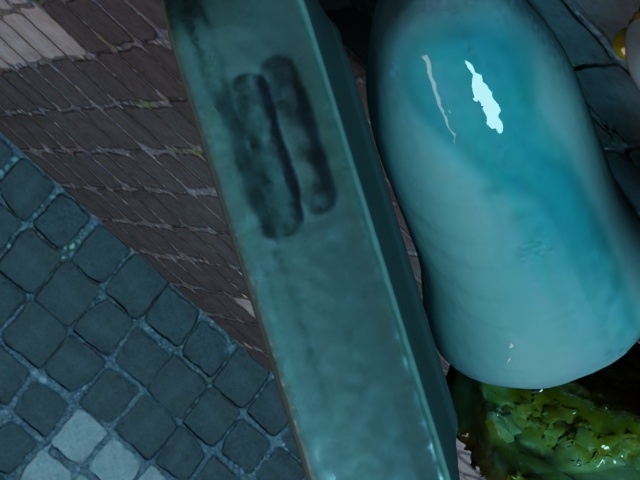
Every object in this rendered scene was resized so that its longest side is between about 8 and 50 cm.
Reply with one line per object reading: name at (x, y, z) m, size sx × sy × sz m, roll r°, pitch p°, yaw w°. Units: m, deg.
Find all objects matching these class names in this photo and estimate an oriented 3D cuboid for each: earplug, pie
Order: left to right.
earplug at (0.118, -0.065, 1.110) m, size 0.185 × 0.185 × 0.324 m, roll 26°, pitch 154°, yaw 39°
pie at (0.241, 0.138, 1.285) m, size 0.288 × 0.103 × 0.354 m, roll 24°, pitch -161°, yaw 10°

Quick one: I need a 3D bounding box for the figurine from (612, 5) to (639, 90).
figurine at (0.214, -0.091, 0.941) m, size 0.101 × 0.068 × 0.143 m, roll 28°, pitch 157°, yaw 8°

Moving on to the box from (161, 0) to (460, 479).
box at (0.001, -0.001, 1.147) m, size 0.396 × 0.111 × 0.396 m, roll -83°, pitch -23°, yaw -85°
